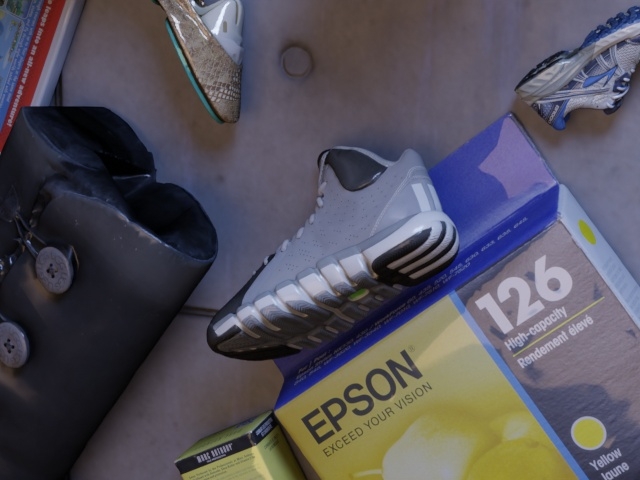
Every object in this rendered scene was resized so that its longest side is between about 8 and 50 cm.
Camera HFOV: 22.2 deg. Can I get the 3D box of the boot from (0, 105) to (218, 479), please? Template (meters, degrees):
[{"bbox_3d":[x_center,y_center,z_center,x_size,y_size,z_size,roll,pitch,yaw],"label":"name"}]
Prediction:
[{"bbox_3d":[-0.203,0.158,1.382,0.367,0.146,0.445,40,111,15],"label":"boot"}]

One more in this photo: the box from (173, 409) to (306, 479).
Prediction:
[{"bbox_3d":[-0.033,0.270,1.401,0.087,0.058,0.232,-25,93,25],"label":"box"}]

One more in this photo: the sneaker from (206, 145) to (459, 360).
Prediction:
[{"bbox_3d":[0.000,0.000,1.299,0.228,0.086,0.132,-27,57,22],"label":"sneaker"}]

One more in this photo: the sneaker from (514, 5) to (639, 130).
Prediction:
[{"bbox_3d":[0.214,-0.128,1.215,0.135,0.052,0.058,-31,102,32],"label":"sneaker"}]

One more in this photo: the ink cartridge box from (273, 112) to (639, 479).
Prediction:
[{"bbox_3d":[0.119,0.110,1.299,0.303,0.072,0.307,-37,91,25],"label":"ink cartridge box"}]

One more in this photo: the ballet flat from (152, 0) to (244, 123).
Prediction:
[{"bbox_3d":[-0.102,-0.194,1.303,0.067,0.073,0.206,-29,96,10],"label":"ballet flat"}]

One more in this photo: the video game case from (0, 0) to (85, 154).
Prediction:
[{"bbox_3d":[-0.351,-0.199,1.417,0.285,0.025,0.204,28,111,12],"label":"video game case"}]
